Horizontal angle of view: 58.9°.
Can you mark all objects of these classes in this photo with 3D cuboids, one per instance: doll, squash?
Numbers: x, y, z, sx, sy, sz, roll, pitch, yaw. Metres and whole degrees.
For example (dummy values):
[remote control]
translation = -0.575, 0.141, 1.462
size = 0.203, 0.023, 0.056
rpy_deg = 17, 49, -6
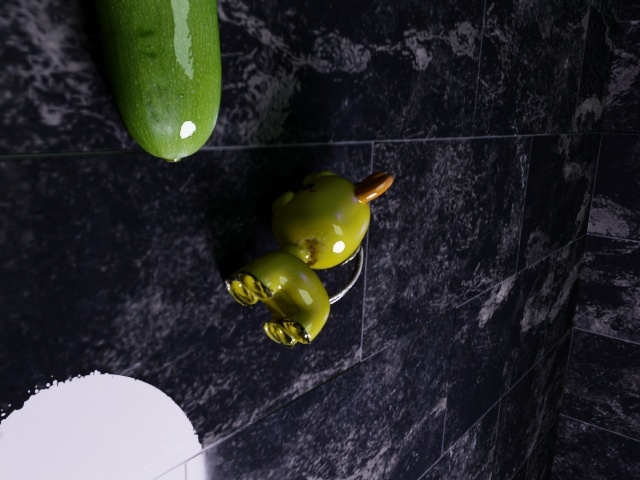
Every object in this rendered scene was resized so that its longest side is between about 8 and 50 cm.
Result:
[doll]
translation = 0.000, 0.000, 0.631
size = 0.135, 0.143, 0.221
rpy_deg = 45, 60, -10
[squash]
translation = -0.131, -0.243, 0.413
size = 0.101, 0.101, 0.378
rpy_deg = -27, 119, -46
